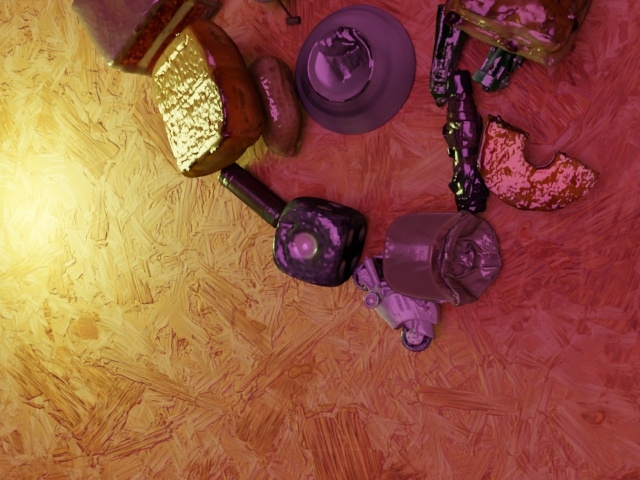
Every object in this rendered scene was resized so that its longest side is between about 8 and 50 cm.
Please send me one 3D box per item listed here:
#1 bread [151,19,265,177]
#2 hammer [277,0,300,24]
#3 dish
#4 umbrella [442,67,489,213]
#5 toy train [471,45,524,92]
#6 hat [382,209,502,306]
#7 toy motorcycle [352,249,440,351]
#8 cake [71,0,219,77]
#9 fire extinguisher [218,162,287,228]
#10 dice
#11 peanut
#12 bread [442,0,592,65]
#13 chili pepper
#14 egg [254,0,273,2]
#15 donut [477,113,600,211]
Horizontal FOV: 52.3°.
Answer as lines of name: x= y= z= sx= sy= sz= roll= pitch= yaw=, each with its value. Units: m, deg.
bread: x=-0.277 y=-0.351 z=1.620 sx=0.337 sy=0.147 sz=0.328 roll=-28 pitch=78 yaw=51
hammer: x=-0.088 y=-0.568 z=1.606 sx=0.035 sy=0.110 sz=0.019 roll=2 pitch=75 yaw=25
dish: x=0.061 y=-0.411 z=1.555 sx=0.316 sy=0.106 sz=0.317 roll=3 pitch=97 yaw=25
umbrella: x=0.321 y=-0.220 z=1.464 sx=0.094 sy=0.090 sz=0.326 roll=-7 pitch=95 yaw=23
toy train: x=0.397 y=-0.403 z=1.403 sx=0.071 sy=0.104 sz=0.178 roll=36 pitch=108 yaw=21
hat: x=0.279 y=0.035 z=1.508 sx=0.244 sy=0.149 sz=0.215 roll=8 pitch=91 yaw=42
toy motorcycle: x=0.201 y=0.130 z=1.561 sx=0.171 sy=0.110 sz=0.260 roll=-41 pitch=71 yaw=5
cake: x=-0.459 y=-0.606 z=1.705 sx=0.309 sy=0.237 sz=0.230 roll=-44 pitch=75 yaw=25
fire extinguisher: x=-0.152 y=-0.096 z=1.712 sx=0.267 sy=0.072 sz=0.089 roll=39 pitch=142 yaw=15
dice: x=0.000 y=0.000 z=1.588 sx=0.181 sy=0.183 sz=0.183 roll=21 pitch=105 yaw=19
peanut: x=-0.111 y=-0.334 z=1.638 sx=0.122 sy=0.137 sz=0.253 roll=-17 pitch=88 yaw=-17
bread: x=0.411 y=-0.533 z=1.282 sx=0.277 sy=0.167 sz=0.325 roll=27 pitch=72 yaw=19
chili pepper: x=0.290 y=-0.415 z=1.478 sx=0.088 sy=0.059 sz=0.227 roll=10 pitch=104 yaw=12
egg: x=-0.153 y=-0.716 z=1.572 sx=0.196 sy=0.196 sz=0.271 roll=-26 pitch=88 yaw=25
donut: x=0.436 y=-0.149 z=1.396 sx=0.259 sy=0.101 sz=0.152 roll=31 pitch=109 yaw=5
